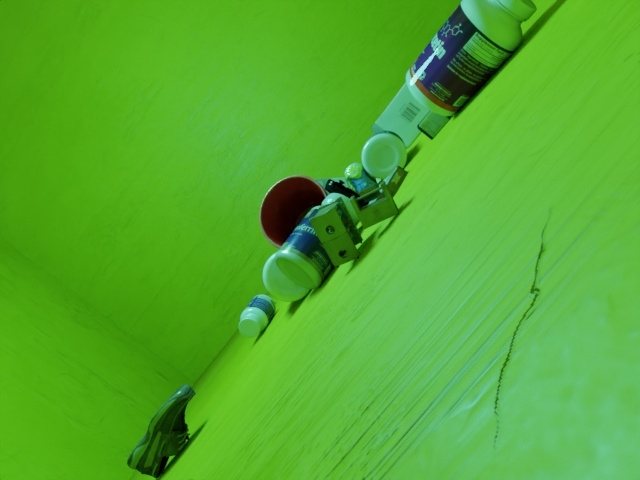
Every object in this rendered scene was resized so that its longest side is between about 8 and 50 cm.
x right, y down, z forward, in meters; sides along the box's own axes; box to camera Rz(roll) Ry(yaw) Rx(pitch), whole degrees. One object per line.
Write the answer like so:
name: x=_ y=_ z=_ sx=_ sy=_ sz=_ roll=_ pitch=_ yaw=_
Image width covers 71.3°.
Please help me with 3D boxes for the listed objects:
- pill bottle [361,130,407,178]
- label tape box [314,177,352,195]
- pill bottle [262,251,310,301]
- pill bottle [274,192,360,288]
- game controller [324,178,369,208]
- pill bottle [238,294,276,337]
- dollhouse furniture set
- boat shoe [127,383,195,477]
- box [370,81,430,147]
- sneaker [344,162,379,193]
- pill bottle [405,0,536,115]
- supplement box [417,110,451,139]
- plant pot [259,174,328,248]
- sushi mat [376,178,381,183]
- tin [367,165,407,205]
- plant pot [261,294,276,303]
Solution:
pill bottle: x=0.220 y=-0.300 z=1.527 sx=0.146 sy=0.146 sz=0.264 roll=-50 pitch=3 yaw=19
label tape box: x=0.078 y=-0.184 z=2.063 sx=0.347 sy=0.115 sz=0.249 roll=-6 pitch=-21 yaw=-29
pill bottle: x=-0.111 y=0.114 z=1.460 sx=0.162 sy=0.162 sz=0.278 roll=-52 pitch=3 yaw=-8
pill bottle: x=0.001 y=-0.004 z=1.284 sx=0.264 sy=0.153 sz=0.153 roll=-53 pitch=4 yaw=-26
game controller: x=0.093 y=-0.152 z=1.496 sx=0.319 sy=0.166 sz=0.067 roll=-91 pitch=22 yaw=-84
pill bottle: x=-0.252 y=0.300 z=1.759 sx=0.112 sy=0.112 sz=0.187 roll=-50 pitch=4 yaw=20
dollhouse furniture set: x=0.093 y=-0.046 z=1.032 sx=0.184 sy=0.129 sz=0.129 roll=-25 pitch=11 yaw=16
boat shoe: x=-0.469 y=0.600 z=1.397 sx=0.355 sy=0.130 sz=0.132 roll=-56 pitch=-2 yaw=20
box: x=0.349 y=-0.519 z=1.885 sx=0.215 sy=0.168 sz=0.345 roll=-53 pitch=3 yaw=9
sneaker: x=0.162 y=-0.173 z=1.529 sx=0.091 sy=0.126 sz=0.240 roll=-41 pitch=-25 yaw=14
pill bottle: x=0.380 y=-0.493 z=1.150 sx=0.323 sy=0.181 sz=0.181 roll=-49 pitch=5 yaw=43
supplement box: x=0.335 y=-0.353 z=1.321 sx=0.083 sy=0.056 sz=0.083 roll=-50 pitch=4 yaw=23
plant pot: x=-0.053 y=-0.074 z=1.647 sx=0.275 sy=0.275 sz=0.243 roll=-51 pitch=-24 yaw=3
sushi mat: x=0.180 y=-0.178 z=1.835 sx=0.316 sy=0.019 sz=0.151 roll=-51 pitch=5 yaw=13
tin: x=0.189 y=-0.145 z=1.271 sx=0.106 sy=0.040 sz=0.190 roll=-42 pitch=10 yaw=46
plant pot: x=-0.268 y=0.306 z=2.147 sx=0.083 sy=0.079 sz=0.083 roll=-50 pitch=3 yaw=4
